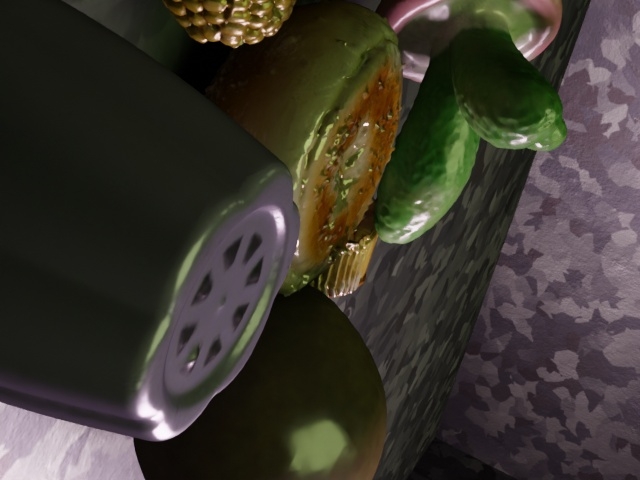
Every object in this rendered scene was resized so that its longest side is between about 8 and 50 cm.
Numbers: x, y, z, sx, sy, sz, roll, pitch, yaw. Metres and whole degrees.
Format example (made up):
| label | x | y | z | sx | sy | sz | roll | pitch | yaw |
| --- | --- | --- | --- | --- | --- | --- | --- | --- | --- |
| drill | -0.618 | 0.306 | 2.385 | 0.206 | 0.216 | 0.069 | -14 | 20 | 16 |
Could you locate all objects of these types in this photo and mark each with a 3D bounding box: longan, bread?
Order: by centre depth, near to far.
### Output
| label | x | y | z | sx | sy | sz | roll | pitch | yaw |
| --- | --- | --- | --- | --- | --- | --- | --- | --- | --- |
| bread | -0.028 | -0.094 | 1.061 | 0.305 | 0.159 | 0.305 | 21 | 90 | -76 |
| longan | -0.066 | 0.187 | 1.166 | 0.297 | 0.297 | 0.297 | -55 | 160 | -30 |
| bread | 0.000 | 0.000 | 1.295 | 0.190 | 0.132 | 0.114 | -56 | 163 | -62 |

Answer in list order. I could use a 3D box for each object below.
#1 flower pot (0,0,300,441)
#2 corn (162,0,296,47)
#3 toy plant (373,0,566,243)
| label | x | y | z | sx | sy | sz | roll | pitch | yaw |
| --- | --- | --- | --- | --- | --- | --- | --- | --- | --- |
| flower pot | -0.153 | -0.013 | 0.671 | 0.265 | 0.243 | 0.265 | -58 | 162 | -31 |
| corn | -0.059 | -0.308 | 0.720 | 0.144 | 0.144 | 0.387 | -51 | 163 | -39 |
| toy plant | 0.153 | -0.208 | 1.197 | 0.317 | 0.210 | 0.356 | -38 | -125 | 56 |
